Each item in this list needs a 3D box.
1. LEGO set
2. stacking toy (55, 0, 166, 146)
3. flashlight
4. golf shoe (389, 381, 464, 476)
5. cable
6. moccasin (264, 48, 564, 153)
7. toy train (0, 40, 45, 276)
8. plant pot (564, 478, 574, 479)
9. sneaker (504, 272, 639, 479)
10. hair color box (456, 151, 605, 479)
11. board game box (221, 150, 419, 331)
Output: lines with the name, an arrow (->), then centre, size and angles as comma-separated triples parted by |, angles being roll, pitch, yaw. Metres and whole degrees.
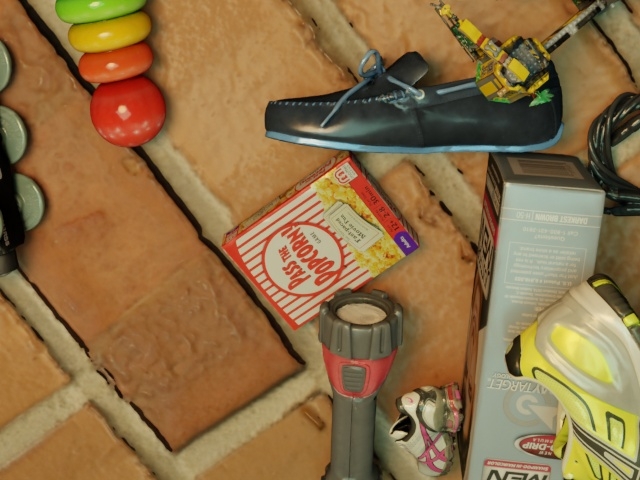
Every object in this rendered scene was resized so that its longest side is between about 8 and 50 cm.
LEGO set -> 0.207, -0.316, 1.112 | 0.255, 0.192, 0.331 | -31, 93, -12
stacking toy -> -0.249, -0.266, 1.247 | 0.141, 0.141, 0.330 | -9, 108, 8
flashlight -> 0.045, 0.211, 1.350 | 0.103, 0.103, 0.304 | -16, 122, -28
golf shoe -> 0.126, 0.235, 1.348 | 0.086, 0.067, 0.186 | -4, 139, -2
cable -> 0.405, -0.102, 1.272 | 0.184, 0.047, 0.150 | -2, 100, 9
moccasin -> 0.105, -0.163, 1.252 | 0.342, 0.138, 0.117 | -2, 102, -8
toy train -> -0.461, -0.112, 1.311 | 0.190, 0.142, 0.334 | -5, 105, 17
plant pot -> 0.403, 0.389, 1.319 | 0.228, 0.227, 0.207 | -16, 97, 9
sneaker -> 0.332, 0.224, 1.146 | 0.147, 0.145, 0.384 | -30, 95, 12
hair color box -> 0.236, 0.097, 1.267 | 0.114, 0.185, 0.374 | 5, 106, 3
board game box -> 0.000, 0.000, 1.326 | 0.193, 0.045, 0.147 | -35, 109, 14
